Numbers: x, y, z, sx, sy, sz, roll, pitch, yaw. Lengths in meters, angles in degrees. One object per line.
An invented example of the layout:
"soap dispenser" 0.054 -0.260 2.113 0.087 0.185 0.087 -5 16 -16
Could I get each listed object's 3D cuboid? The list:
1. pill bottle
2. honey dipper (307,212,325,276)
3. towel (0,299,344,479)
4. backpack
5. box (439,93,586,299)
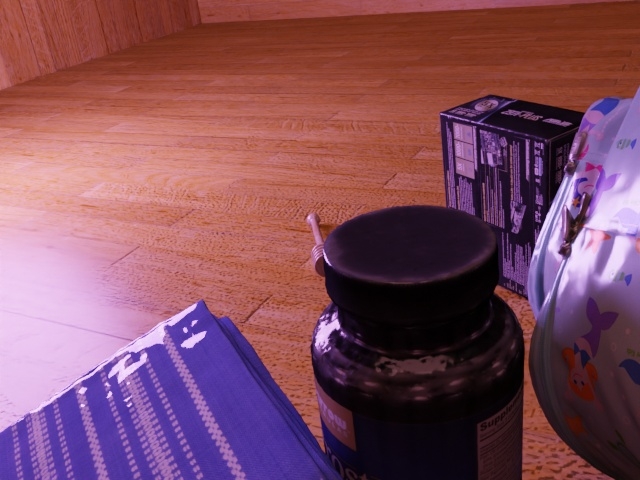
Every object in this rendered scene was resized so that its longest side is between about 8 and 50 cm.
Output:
"pill bottle" 0.059 0.096 0.413 0.122 0.219 0.123 -6 26 3
"honey dipper" 0.000 0.000 0.853 0.030 0.030 0.161 -9 22 -2
"towel" -0.164 0.185 0.421 0.336 0.040 0.243 -34 34 -12
"backpack" 0.237 0.032 0.385 0.225 0.254 0.191 22 -8 -21
"box" 0.204 -0.044 0.706 0.077 0.180 0.147 -23 29 -25
